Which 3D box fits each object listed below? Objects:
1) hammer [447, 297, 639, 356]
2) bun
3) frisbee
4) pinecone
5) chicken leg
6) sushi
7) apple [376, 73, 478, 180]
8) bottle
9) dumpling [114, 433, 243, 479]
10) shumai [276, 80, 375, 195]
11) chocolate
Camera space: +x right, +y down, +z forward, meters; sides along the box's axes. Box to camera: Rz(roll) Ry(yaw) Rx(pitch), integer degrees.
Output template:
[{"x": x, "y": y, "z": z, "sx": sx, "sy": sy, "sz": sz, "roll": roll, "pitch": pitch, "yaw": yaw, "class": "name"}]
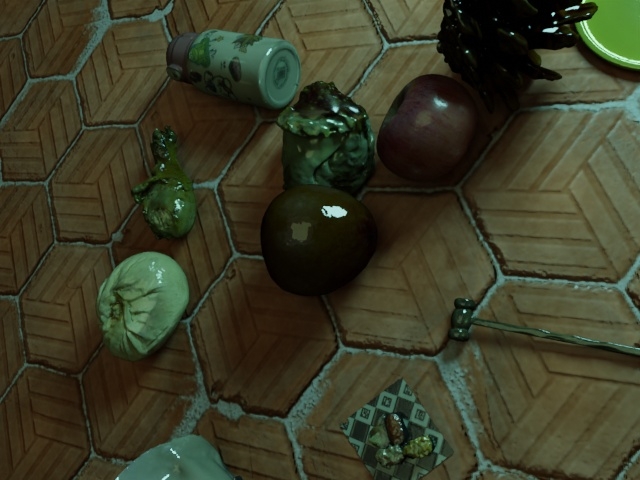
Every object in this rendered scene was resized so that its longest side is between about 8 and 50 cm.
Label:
[{"x": 0.311, "y": 0.127, "z": 0.762, "sx": 0.292, "sy": 0.029, "sz": 0.058, "roll": 9, "pitch": 82, "yaw": 26, "class": "hammer"}, {"x": -0.311, "y": 0.109, "z": 1.017, "sx": 0.164, "sy": 0.111, "sz": 0.188, "roll": 32, "pitch": 88, "yaw": 26, "class": "bun"}, {"x": 0.470, "y": -0.337, "z": 0.814, "sx": 0.235, "sy": 0.017, "sz": 0.236, "roll": -7, "pitch": 74, "yaw": 24, "class": "frisbee"}, {"x": 0.254, "y": -0.292, "z": 0.785, "sx": 0.201, "sy": 0.229, "sz": 0.202, "roll": -42, "pitch": 67, "yaw": 19, "class": "pinecone"}, {"x": -0.284, "y": -0.102, "z": 1.077, "sx": 0.103, "sy": 0.088, "sz": 0.228, "roll": -29, "pitch": 68, "yaw": 31, "class": "chicken leg"}, {"x": 0.098, "y": 0.273, "z": 0.822, "sx": 0.120, "sy": 0.026, "sz": 0.126, "roll": -42, "pitch": 62, "yaw": 11, "class": "sushi"}, {"x": 0.153, "y": -0.157, "z": 0.848, "sx": 0.120, "sy": 0.153, "sz": 0.153, "roll": 29, "pitch": 90, "yaw": -8, "class": "apple"}, {"x": -0.167, "y": -0.310, "z": 1.059, "sx": 0.253, "sy": 0.120, "sz": 0.120, "roll": 18, "pitch": 84, "yaw": 29, "class": "bottle"}, {"x": -0.189, "y": 0.419, "z": 0.823, "sx": 0.163, "sy": 0.204, "sz": 0.293, "roll": -2, "pitch": 66, "yaw": 14, "class": "dumpling"}, {"x": -0.005, "y": -0.149, "z": 0.923, "sx": 0.184, "sy": 0.142, "sz": 0.184, "roll": -9, "pitch": 69, "yaw": 23, "class": "shumai"}, {"x": 0.000, "y": 0.000, "z": 0.871, "sx": 0.176, "sy": 0.176, "sz": 0.177, "roll": -7, "pitch": 73, "yaw": 24, "class": "chocolate"}]
